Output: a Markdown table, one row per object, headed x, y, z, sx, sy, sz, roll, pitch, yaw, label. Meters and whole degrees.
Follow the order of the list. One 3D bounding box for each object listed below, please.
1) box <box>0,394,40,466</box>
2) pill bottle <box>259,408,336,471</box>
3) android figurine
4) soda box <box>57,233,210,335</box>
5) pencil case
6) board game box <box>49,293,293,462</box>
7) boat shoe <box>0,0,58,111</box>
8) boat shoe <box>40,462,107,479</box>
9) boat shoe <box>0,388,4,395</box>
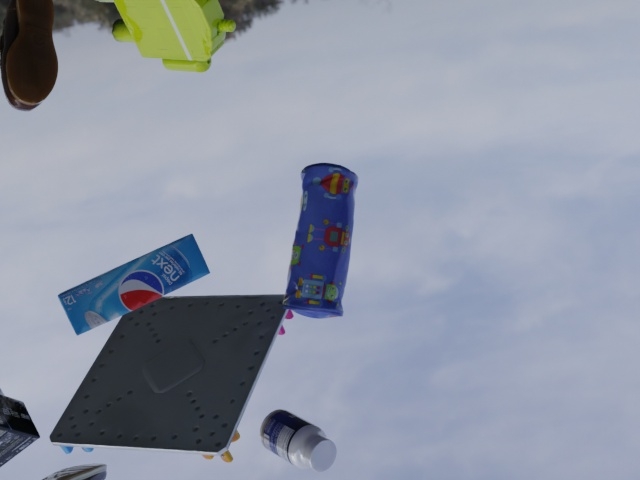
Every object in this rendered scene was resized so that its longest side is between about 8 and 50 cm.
| x | y | z | sx | sy | sz | roll | pitch | yaw | label |
| --- | --- | --- | --- | --- | --- | --- | --- | --- | --- |
| -0.573 | 0.328 | 1.476 | 0.180 | 0.078 | 0.147 | -37 | 155 | 2 | box |
| -0.045 | 0.421 | 1.919 | 0.094 | 0.094 | 0.169 | -23 | -156 | -33 | pill bottle |
| -0.259 | -0.384 | 1.529 | 0.272 | 0.248 | 0.056 | 8 | -132 | 36 | android figurine |
| -0.271 | 0.063 | 1.339 | 0.210 | 0.067 | 0.071 | -26 | -175 | -14 | soda box |
| 0.000 | 0.000 | 1.792 | 0.119 | 0.306 | 0.133 | 12 | 170 | -28 | pencil case |
| -0.280 | 0.261 | 1.802 | 0.389 | 0.050 | 0.390 | -3 | -140 | 25 | board game box |
| -0.409 | -0.261 | 1.279 | 0.073 | 0.207 | 0.073 | 18 | 144 | -34 | boat shoe |
| -0.578 | 0.572 | 2.057 | 0.102 | 0.093 | 0.285 | -11 | 179 | 21 | boat shoe |
| -0.790 | 0.315 | 1.830 | 0.301 | 0.102 | 0.108 | -5 | -141 | 2 | boat shoe |
